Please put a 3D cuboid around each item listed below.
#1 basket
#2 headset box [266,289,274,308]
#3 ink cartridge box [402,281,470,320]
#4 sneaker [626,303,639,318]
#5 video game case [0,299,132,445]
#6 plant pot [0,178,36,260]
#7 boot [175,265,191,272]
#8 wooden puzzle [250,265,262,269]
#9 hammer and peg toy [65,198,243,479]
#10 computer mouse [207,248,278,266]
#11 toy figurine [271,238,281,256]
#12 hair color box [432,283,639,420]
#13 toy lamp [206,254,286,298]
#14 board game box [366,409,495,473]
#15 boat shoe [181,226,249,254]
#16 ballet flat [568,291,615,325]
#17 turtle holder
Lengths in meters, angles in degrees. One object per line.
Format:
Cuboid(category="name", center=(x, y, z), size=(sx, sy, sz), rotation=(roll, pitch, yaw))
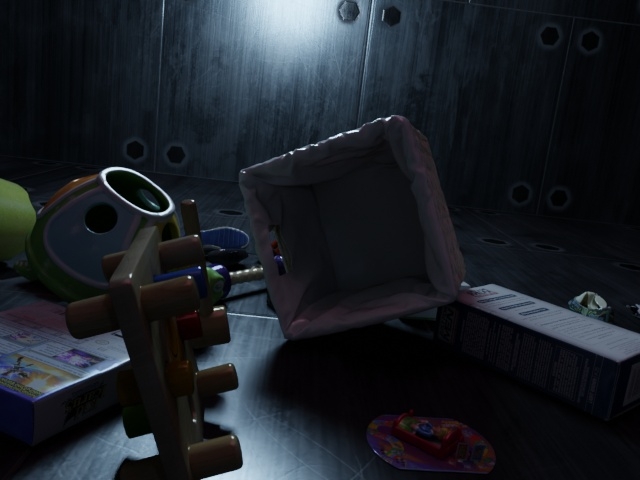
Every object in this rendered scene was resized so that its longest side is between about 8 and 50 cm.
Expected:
Cuboid(category="basket", center=(0.078, -0.024, 1.146), size=(0.331, 0.328, 0.266), rotation=(-16, 0, 22))
Cuboid(category="headset box", center=(-0.067, 0.127, 1.266), size=(0.062, 0.032, 0.083), rotation=(-1, 15, -30))
Cuboid(category="ink cartridge box", center=(0.222, 0.108, 1.385), size=(0.153, 0.086, 0.208), rotation=(4, 11, -14))
Cuboid(category="sneaker", center=(0.801, 0.171, 1.525), size=(0.069, 0.038, 0.098), rotation=(12, 13, 22))
Cuboid(category="video game case", center=(-0.388, 0.166, 0.841), size=(0.270, 0.061, 0.244), rotation=(12, 12, 24))
Cuboid(category="plant pot", center=(-0.745, -0.048, 1.252), size=(0.276, 0.276, 0.254), rotation=(11, 1, 19))
Cuboid(category="boot", center=(-0.433, 0.060, 1.266), size=(0.295, 0.104, 0.211), rotation=(8, 18, 24))
Cuboid(category="wooden puzzle", center=(-0.141, 0.076, 1.507), size=(0.079, 0.014, 0.116), rotation=(6, 12, -4))
Cuboid(category="hammer and peg toy", center=(-0.187, 0.109, 0.747), size=(0.127, 0.265, 0.361), rotation=(-14, 16, -6))
Cuboid(category="computer mouse", center=(-0.193, 0.047, 1.582), size=(0.071, 0.041, 0.242), rotation=(-16, -10, 40))
Cuboid(category="toy figurine", center=(0.000, 0.000, 1.449), size=(0.209, 0.148, 0.213), rotation=(40, 8, -6))
Cuboid(category="hair color box", center=(0.392, 0.182, 1.089), size=(0.174, 0.105, 0.347), rotation=(-4, 16, -39))
Cuboid(category="toy lamp", center=(-0.169, 0.078, 1.332), size=(0.080, 0.080, 0.275), rotation=(15, 16, 34))
Cuboid(category="board game box", center=(0.146, 0.251, 0.803), size=(0.169, 0.033, 0.133), rotation=(6, 12, -6))
Cuboid(category="boat shoe", center=(-0.271, 0.006, 1.607), size=(0.183, 0.066, 0.066), rotation=(2, -24, 10))
Cuboid(category="ballet flat", center=(0.646, 0.156, 1.450), size=(0.070, 0.070, 0.188), rotation=(6, 12, -2))
Cuboid(category="turtle holder", center=(-0.348, 0.021, 1.066), size=(0.320, 0.227, 0.243), rotation=(47, 24, 25))
